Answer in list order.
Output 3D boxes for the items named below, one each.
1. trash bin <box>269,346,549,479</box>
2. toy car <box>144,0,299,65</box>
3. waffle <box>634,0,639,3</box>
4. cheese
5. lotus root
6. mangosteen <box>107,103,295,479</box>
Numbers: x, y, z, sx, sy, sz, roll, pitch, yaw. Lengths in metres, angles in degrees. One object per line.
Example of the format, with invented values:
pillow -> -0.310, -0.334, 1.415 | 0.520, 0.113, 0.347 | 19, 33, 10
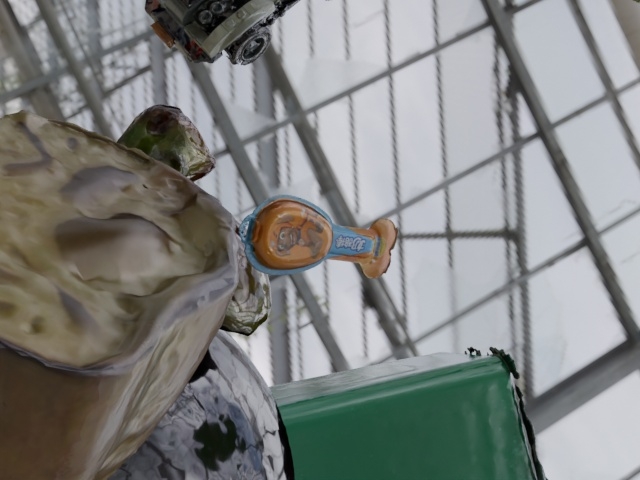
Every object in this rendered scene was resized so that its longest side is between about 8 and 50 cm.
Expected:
trash bin -> 0.018, 0.264, 1.133 | 0.259, 0.381, 0.295 | 168, -92, -73
toy car -> -0.097, -0.362, 1.528 | 0.193, 0.301, 0.118 | 48, -10, 19
waffle -> 0.338, -0.365, 1.202 | 0.214, 0.207, 0.054 | 24, 17, -11
cheese -> 0.000, 0.000, 0.656 | 0.017, 0.111, 0.047 | 28, -73, 53
lotus root -> -0.151, 0.045, 0.469 | 0.188, 0.199, 0.180 | 27, -63, 8
mangosteen -> -0.177, 0.130, 0.761 | 0.382, 0.382, 0.435 | 45, -67, 40
